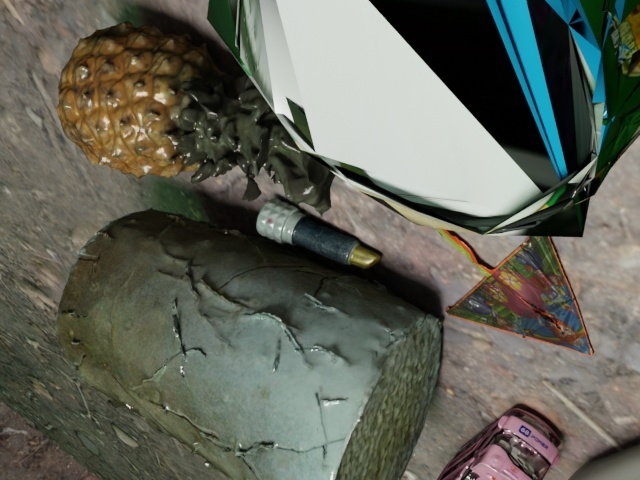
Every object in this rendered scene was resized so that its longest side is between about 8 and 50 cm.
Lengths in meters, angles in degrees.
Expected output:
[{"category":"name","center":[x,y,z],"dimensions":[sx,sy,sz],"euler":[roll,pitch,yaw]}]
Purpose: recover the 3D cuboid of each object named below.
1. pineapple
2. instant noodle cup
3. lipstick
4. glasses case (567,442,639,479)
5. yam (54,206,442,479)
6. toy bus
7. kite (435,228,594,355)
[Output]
[{"category":"pineapple","center":[-0.084,-0.091,0.769],"dimensions":[0.248,0.128,0.128],"euler":[19,145,29]},{"category":"instant noodle cup","center":[0.081,-0.126,0.441],"dimensions":[0.240,0.178,0.240],"euler":[31,150,20]},{"category":"lipstick","center":[0.000,0.000,0.882],"dimensions":[0.116,0.037,0.037],"euler":[25,149,20]},{"category":"glasses case","center":[0.292,0.199,0.750],"dimensions":[0.128,0.083,0.308],"euler":[34,152,1]},{"category":"yam","center":[-0.058,0.114,0.905],"dimensions":[0.348,0.241,0.241],"euler":[25,149,31]},{"category":"toy bus","center":[0.156,0.225,0.947],"dimensions":[0.063,0.090,0.203],"euler":[37,153,6]},{"category":"kite","center":[0.148,0.040,0.776],"dimensions":[0.159,0.010,0.190],"euler":[39,152,5]}]
